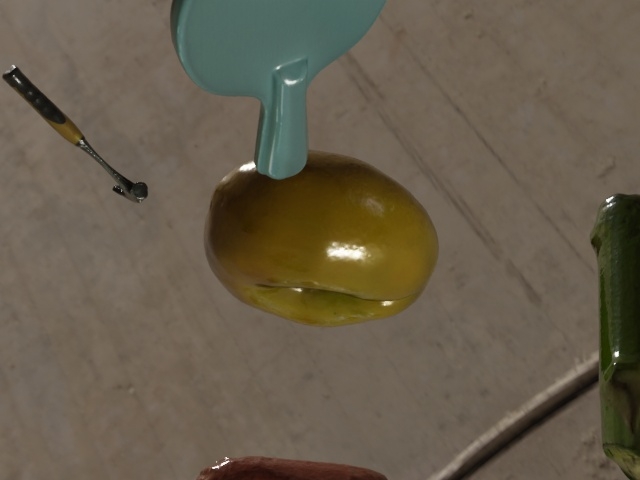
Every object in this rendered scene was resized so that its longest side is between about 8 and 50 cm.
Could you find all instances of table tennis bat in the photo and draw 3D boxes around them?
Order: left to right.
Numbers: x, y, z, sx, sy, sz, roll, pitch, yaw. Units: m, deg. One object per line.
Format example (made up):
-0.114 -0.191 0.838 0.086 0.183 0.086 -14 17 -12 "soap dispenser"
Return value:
-0.021 -0.121 0.755 0.149 0.237 0.038 -25 -120 -18 "table tennis bat"

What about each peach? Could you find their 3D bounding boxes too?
0.000 0.000 1.259 0.251 0.251 0.153 -4 -108 26 "peach"

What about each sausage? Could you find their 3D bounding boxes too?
-0.024 0.329 1.447 0.255 0.148 0.148 0 -122 5 "sausage"

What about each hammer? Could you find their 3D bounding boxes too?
-0.268 -0.113 1.342 0.021 0.201 0.078 -48 -168 -13 "hammer"

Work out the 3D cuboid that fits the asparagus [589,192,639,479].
0.248 0.075 0.971 0.060 0.067 0.277 -37 -152 41 "asparagus"
